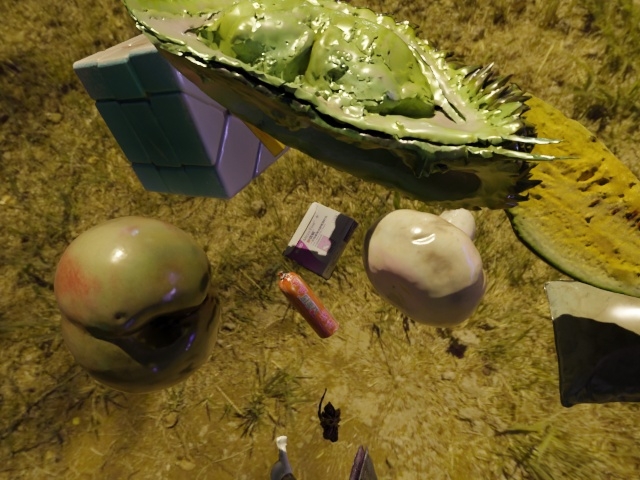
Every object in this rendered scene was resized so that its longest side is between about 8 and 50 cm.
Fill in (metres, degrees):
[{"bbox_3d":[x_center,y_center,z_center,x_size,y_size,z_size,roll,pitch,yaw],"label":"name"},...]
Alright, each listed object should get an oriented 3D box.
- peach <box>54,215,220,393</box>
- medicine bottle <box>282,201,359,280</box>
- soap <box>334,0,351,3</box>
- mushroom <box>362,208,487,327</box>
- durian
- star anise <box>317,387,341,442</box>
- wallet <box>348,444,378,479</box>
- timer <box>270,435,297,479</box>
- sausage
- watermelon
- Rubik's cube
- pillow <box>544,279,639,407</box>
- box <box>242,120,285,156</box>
[{"bbox_3d":[-0.298,0.098,0.703,0.292,0.292,0.247,41,58,19],"label":"peach"},{"bbox_3d":[0.000,0.000,1.306,0.171,0.052,0.201,27,85,33],"label":"medicine bottle"},{"bbox_3d":[-0.026,-0.659,0.935,0.156,0.293,0.335,35,86,38],"label":"soap"},{"bbox_3d":[0.293,0.075,1.183,0.352,0.353,0.326,1,97,11],"label":"mushroom"},{"bbox_3d":[0.010,-0.114,0.371,0.351,0.158,0.169,25,36,9],"label":"durian"},{"bbox_3d":[0.028,0.592,1.456,0.070,0.097,0.191,-29,29,27],"label":"star anise"},{"bbox_3d":[0.076,0.473,0.772,0.030,0.166,0.111,-14,98,20],"label":"wallet"},{"bbox_3d":[-0.057,0.591,0.966,0.175,0.266,0.176,-6,104,-24],"label":"timer"},{"bbox_3d":[-0.053,0.225,1.549,0.093,0.093,0.312,-38,113,-3],"label":"sausage"},{"bbox_3d":[0.289,-0.039,0.462,0.301,0.129,0.123,46,45,13],"label":"watermelon"},{"bbox_3d":[-0.268,-0.311,0.957,0.315,0.322,0.319,10,44,34],"label":"Rubik's cube"},{"bbox_3d":[0.465,0.123,0.544,0.302,0.075,0.185,-10,58,29],"label":"pillow"},{"bbox_3d":[-0.086,-0.179,0.655,0.023,0.155,0.087,-42,107,14],"label":"box"}]
